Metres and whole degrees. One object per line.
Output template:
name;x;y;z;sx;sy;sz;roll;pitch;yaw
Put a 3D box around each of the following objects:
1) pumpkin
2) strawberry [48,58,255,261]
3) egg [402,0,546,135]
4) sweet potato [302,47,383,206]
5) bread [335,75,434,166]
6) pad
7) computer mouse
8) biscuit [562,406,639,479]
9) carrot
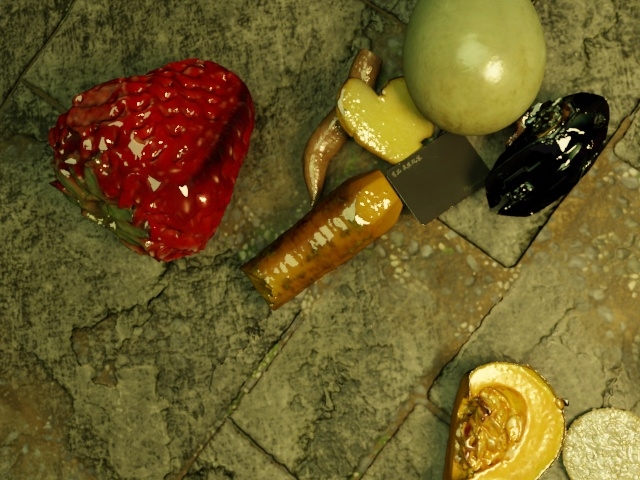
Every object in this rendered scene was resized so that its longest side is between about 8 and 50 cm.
pumpkin;0.284;0.327;1.086;0.163;0.111;0.278;9;85;-1
strawberry;-0.261;-0.157;1.198;0.318;0.295;0.345;21;56;31
egg;0.239;-0.308;1.092;0.219;0.218;0.295;-1;73;14
sweet potato;0.028;-0.195;1.211;0.067;0.059;0.281;29;93;-4
bread;0.107;-0.214;1.172;0.188;0.065;0.149;30;84;-18
pad;0.199;-0.108;1.157;0.157;0.003;0.112;-34;85;-11
computer mouse;0.358;-0.130;1.087;0.146;0.077;0.241;37;109;-12
biscuit;0.451;0.334;1.075;0.152;0.020;0.152;-2;83;15
carrot;0.000;0.000;1.174;0.302;0.114;0.114;-38;77;8
